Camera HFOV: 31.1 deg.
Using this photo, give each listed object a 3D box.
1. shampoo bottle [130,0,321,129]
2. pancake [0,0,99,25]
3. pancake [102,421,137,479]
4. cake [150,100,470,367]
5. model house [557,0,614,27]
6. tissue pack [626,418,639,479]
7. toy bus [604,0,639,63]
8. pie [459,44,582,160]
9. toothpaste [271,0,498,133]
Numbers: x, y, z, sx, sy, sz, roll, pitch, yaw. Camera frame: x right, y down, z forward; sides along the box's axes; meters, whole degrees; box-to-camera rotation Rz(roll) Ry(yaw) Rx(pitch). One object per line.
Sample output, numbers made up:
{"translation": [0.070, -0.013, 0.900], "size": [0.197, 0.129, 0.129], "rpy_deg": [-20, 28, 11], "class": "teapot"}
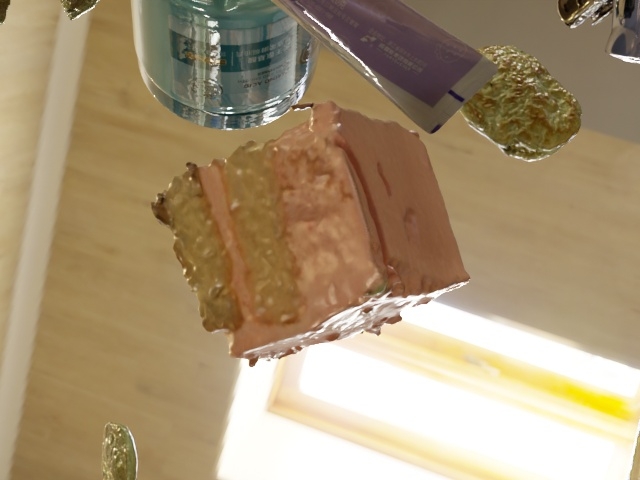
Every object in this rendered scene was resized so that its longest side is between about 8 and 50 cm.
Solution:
{"translation": [-0.154, -0.413, 1.932], "size": [0.342, 0.331, 0.331], "rpy_deg": [101, -168, -64], "class": "shampoo bottle"}
{"translation": [-0.344, -0.368, 1.363], "size": [0.254, 0.037, 0.253], "rpy_deg": [-17, -48, -20], "class": "pancake"}
{"translation": [-0.237, 0.269, 1.329], "size": [0.129, 0.023, 0.116], "rpy_deg": [127, 139, -52], "class": "pancake"}
{"translation": [0.000, 0.000, 1.591], "size": [0.314, 0.307, 0.293], "rpy_deg": [-3, -110, -61], "class": "cake"}
{"translation": [0.409, -0.373, 1.478], "size": [0.203, 0.164, 0.141], "rpy_deg": [155, 104, -73], "class": "model house"}
{"translation": [0.343, 0.184, 0.860], "size": [0.167, 0.200, 0.274], "rpy_deg": [94, -168, -78], "class": "tissue pack"}
{"translation": [0.381, -0.270, 1.220], "size": [0.125, 0.133, 0.292], "rpy_deg": [-110, 21, -76], "class": "toy bus"}
{"translation": [0.328, -0.241, 2.020], "size": [0.201, 0.248, 0.090], "rpy_deg": [-32, -19, -26], "class": "pie"}
{"translation": [0.029, -0.265, 1.343], "size": [0.125, 0.371, 0.080], "rpy_deg": [-46, 16, 32], "class": "toothpaste"}
